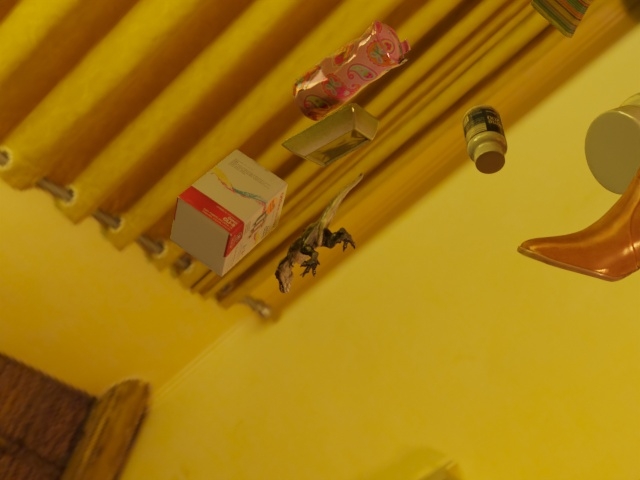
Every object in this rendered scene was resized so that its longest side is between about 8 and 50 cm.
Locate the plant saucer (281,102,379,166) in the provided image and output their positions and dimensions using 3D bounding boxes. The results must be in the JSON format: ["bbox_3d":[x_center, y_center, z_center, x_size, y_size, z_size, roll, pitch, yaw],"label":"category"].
[{"bbox_3d":[0.032,-0.223,2.100,0.045,0.188,0.188,66,-164,15],"label":"plant saucer"}]

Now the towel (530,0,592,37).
[{"bbox_3d":[0.431,-0.454,1.534,0.021,0.237,0.102,-15,-125,-36],"label":"towel"}]

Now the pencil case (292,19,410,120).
[{"bbox_3d":[0.066,-0.387,2.164,0.124,0.284,0.124,35,-141,-34],"label":"pencil case"}]

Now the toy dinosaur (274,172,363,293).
[{"bbox_3d":[0.000,0.000,1.695,0.064,0.268,0.118,32,-165,-29],"label":"toy dinosaur"}]

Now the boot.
[{"bbox_3d":[0.429,-0.048,1.282,0.295,0.211,0.104,9,-173,5],"label":"boot"}]

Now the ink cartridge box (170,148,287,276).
[{"bbox_3d":[-0.166,-0.053,1.727,0.127,0.128,0.176,34,-130,13],"label":"ink cartridge box"}]

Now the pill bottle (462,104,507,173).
[{"bbox_3d":[0.276,-0.167,1.577,0.067,0.067,0.120,38,-147,-30],"label":"pill bottle"}]

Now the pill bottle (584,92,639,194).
[{"bbox_3d":[0.798,-0.238,2.118,0.392,0.224,0.224,-18,-117,-29],"label":"pill bottle"}]
